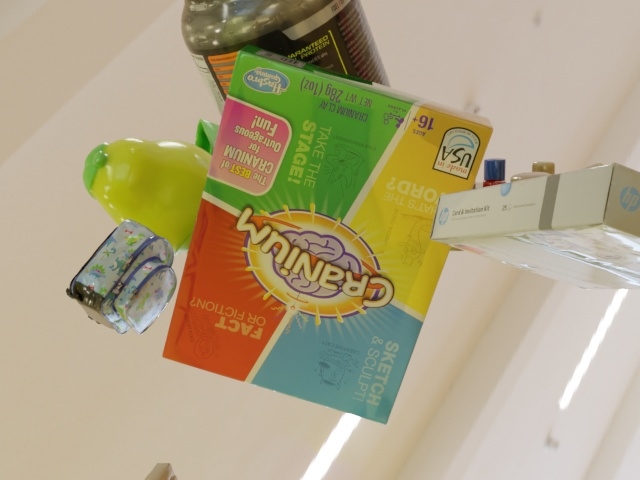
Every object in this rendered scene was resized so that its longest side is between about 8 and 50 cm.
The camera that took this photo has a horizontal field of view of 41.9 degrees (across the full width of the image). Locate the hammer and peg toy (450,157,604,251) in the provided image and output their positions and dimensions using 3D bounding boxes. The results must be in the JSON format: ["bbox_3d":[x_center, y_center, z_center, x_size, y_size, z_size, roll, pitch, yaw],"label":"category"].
[{"bbox_3d":[0.268,-0.059,1.331,0.266,0.361,0.127,-8,-78,-33],"label":"hammer and peg toy"}]

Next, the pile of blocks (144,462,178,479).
[{"bbox_3d":[-0.265,0.443,0.993,0.149,0.112,0.362,61,-149,-44],"label":"pile of blocks"}]

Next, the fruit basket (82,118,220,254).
[{"bbox_3d":[-0.177,-0.021,1.261,0.392,0.392,0.283,-25,-42,-46],"label":"fruit basket"}]

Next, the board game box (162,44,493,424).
[{"bbox_3d":[0.000,0.000,0.814,0.064,0.242,0.317,-74,0,-71],"label":"board game box"}]

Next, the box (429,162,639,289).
[{"bbox_3d":[0.180,-0.001,0.540,0.145,0.186,0.038,17,-99,-19],"label":"box"}]

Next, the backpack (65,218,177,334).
[{"bbox_3d":[-0.212,0.043,0.944,0.114,0.084,0.105,-60,-15,-20],"label":"backpack"}]

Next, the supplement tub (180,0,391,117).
[{"bbox_3d":[-0.031,-0.201,0.997,0.207,0.207,0.338,-45,-53,-32],"label":"supplement tub"}]
